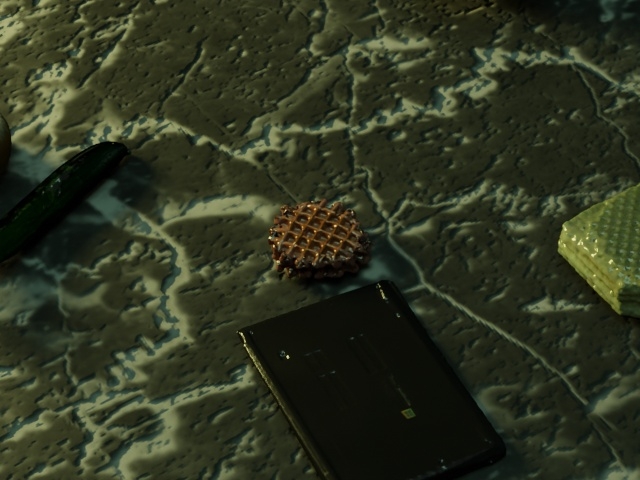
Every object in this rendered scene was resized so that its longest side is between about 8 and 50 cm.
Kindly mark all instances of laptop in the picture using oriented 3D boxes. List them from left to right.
[{"bbox_3d":[0.036,0.109,1.280,0.135,0.016,0.197,-20,48,-17],"label":"laptop"}]

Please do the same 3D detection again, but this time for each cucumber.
[{"bbox_3d":[-0.223,-0.033,1.425,0.036,0.033,0.184,7,41,40],"label":"cucumber"}]

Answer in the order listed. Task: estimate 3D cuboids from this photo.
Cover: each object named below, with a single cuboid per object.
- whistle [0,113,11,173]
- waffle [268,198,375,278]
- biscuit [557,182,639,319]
[{"bbox_3d":[-0.311,-0.061,1.419,0.107,0.057,0.220,6,35,-6],"label":"whistle"},{"bbox_3d":[0.000,0.000,1.380,0.083,0.029,0.075,-10,49,-11],"label":"waffle"},{"bbox_3d":[0.325,-0.010,1.353,0.252,0.052,0.150,-24,49,-18],"label":"biscuit"}]
